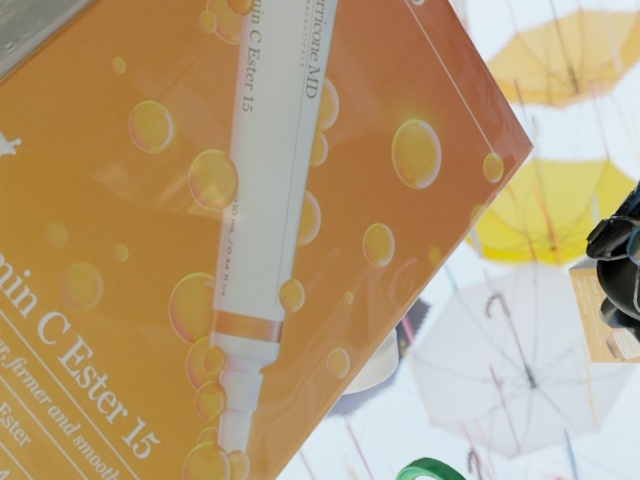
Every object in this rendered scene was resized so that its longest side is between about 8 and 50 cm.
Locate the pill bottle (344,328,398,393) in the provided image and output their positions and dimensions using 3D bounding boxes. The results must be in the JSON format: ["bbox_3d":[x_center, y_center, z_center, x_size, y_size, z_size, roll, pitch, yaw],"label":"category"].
[{"bbox_3d":[0.000,0.000,0.972,0.117,0.208,0.117,-7,-159,3],"label":"pill bottle"}]

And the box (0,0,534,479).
[{"bbox_3d":[-0.089,-0.012,0.636,0.168,0.215,0.345,-4,-142,50],"label":"box"}]

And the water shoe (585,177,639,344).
[{"bbox_3d":[0.132,-0.003,0.445,0.080,0.203,0.073,-38,-117,-5],"label":"water shoe"}]

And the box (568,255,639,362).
[{"bbox_3d":[0.407,0.074,1.639,0.170,0.130,0.091,-5,-163,43],"label":"box"}]

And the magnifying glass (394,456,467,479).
[{"bbox_3d":[0.156,0.284,1.215,0.026,0.092,0.231,-27,-121,-38],"label":"magnifying glass"}]
